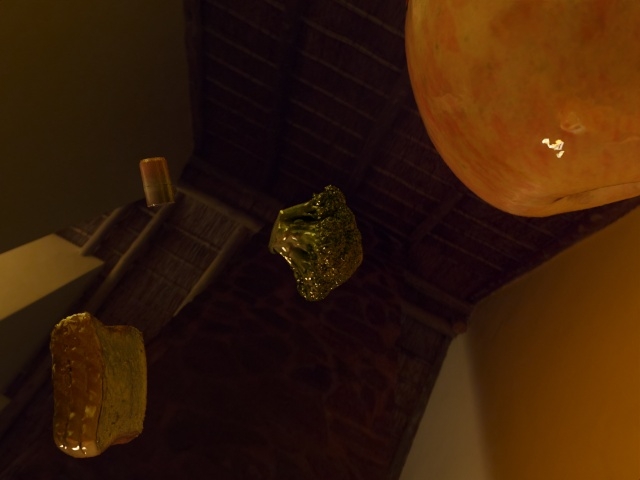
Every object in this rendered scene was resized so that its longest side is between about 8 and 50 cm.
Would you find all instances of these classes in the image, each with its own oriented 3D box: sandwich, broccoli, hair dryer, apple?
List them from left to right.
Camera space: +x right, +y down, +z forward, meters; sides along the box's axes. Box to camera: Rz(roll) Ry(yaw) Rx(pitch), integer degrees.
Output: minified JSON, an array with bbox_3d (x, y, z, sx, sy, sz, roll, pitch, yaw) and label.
[{"bbox_3d":[-0.377,0.249,0.915,0.087,0.251,0.226,-2,-103,-1],"label":"sandwich"},{"bbox_3d":[-0.223,-0.080,0.746,0.037,0.114,0.063,-11,-88,-3],"label":"hair dryer"},{"bbox_3d":[0.000,0.000,0.757,0.138,0.145,0.162,14,-61,-15],"label":"broccoli"},{"bbox_3d":[0.281,-0.205,0.554,0.392,0.391,0.346,-2,-97,11],"label":"apple"}]
